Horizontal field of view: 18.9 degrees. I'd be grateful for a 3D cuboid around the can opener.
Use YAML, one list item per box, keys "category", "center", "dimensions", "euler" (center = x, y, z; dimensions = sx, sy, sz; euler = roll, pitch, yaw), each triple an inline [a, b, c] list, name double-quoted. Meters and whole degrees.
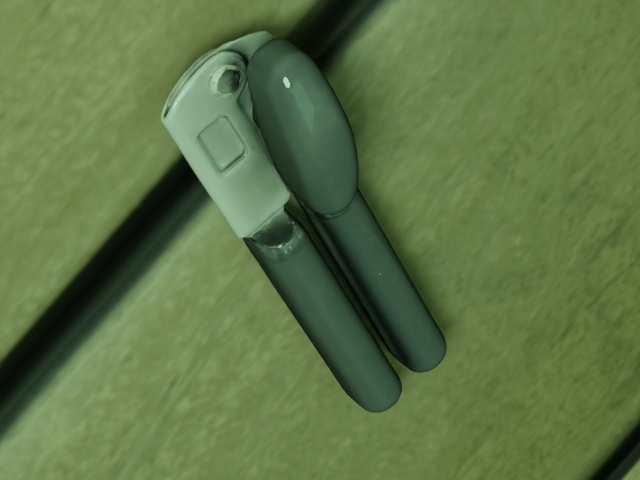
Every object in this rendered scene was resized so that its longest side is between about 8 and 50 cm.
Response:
- category: "can opener"
  center: [0.000, 0.000, 1.049]
  dimensions: [0.074, 0.093, 0.280]
  euler: [-39, 136, -10]
